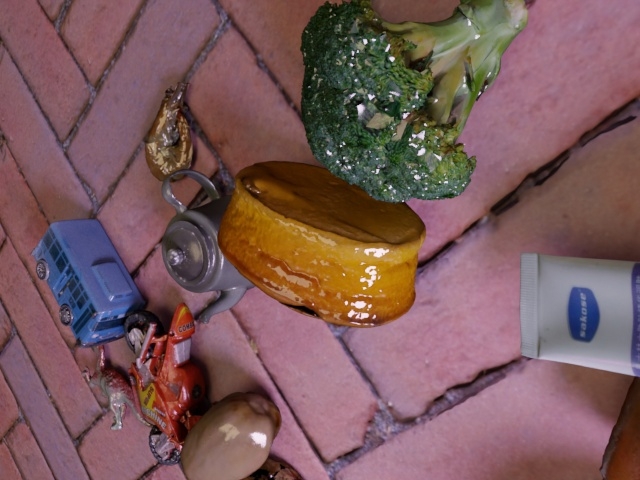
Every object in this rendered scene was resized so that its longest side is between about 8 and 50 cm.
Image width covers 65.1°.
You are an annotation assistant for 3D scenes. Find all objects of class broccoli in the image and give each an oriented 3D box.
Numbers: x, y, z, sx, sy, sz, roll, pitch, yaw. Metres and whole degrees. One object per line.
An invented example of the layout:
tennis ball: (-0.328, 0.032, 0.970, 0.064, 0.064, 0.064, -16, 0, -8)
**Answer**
broccoli: (0.097, -0.175, 0.543, 0.254, 0.269, 0.269, 50, 120, 10)

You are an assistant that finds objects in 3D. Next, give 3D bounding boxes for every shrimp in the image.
shrimp: (-0.254, -0.183, 0.859, 0.099, 0.041, 0.180, 30, 112, 24)

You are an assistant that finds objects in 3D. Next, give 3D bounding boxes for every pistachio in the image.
pistachio: (-0.146, 0.328, 0.819, 0.206, 0.130, 0.131, -47, 41, 26)

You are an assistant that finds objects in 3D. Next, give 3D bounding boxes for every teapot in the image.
teapot: (-0.183, 0.005, 0.782, 0.163, 0.149, 0.239, -13, 92, 35)

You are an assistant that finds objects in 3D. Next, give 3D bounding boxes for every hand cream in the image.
hand cream: (0.303, 0.069, 0.397, 0.321, 0.067, 0.109, 2, 93, 57)

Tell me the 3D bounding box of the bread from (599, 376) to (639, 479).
bread: (0.437, 0.139, 0.377, 0.324, 0.143, 0.332, 26, 111, 45)

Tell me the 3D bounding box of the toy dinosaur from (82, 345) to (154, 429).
toy dinosaur: (-0.415, 0.308, 1.034, 0.242, 0.053, 0.167, 8, 95, 40)

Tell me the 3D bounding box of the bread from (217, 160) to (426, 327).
bread: (0.000, 0.000, 0.631, 0.270, 0.195, 0.142, 24, 120, 19)

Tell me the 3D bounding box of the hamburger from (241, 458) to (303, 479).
hamburger: (-0.079, 0.484, 0.824, 0.231, 0.107, 0.230, 7, 104, 28)

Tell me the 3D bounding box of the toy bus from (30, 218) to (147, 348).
toy bus: (-0.453, 0.079, 0.985, 0.133, 0.116, 0.234, -44, 73, 26)

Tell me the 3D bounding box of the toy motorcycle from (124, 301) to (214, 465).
toy motorcycle: (-0.274, 0.266, 0.918, 0.171, 0.089, 0.297, -11, 92, 32)
